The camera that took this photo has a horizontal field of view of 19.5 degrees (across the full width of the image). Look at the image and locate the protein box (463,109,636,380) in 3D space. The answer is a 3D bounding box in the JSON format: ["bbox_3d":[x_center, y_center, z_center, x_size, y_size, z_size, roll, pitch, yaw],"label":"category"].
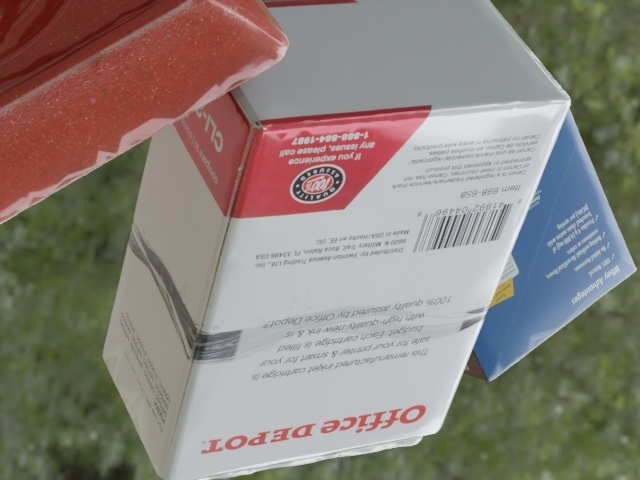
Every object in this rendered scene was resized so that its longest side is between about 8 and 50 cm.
[{"bbox_3d":[0.151,-0.012,1.741,0.136,0.200,0.201,11,-49,59],"label":"protein box"}]

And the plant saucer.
[{"bbox_3d":[-0.186,-0.129,0.981,0.258,0.259,0.048,57,-5,34],"label":"plant saucer"}]

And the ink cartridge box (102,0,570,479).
[{"bbox_3d":[0.000,0.000,1.085,0.114,0.197,0.273,58,-37,40],"label":"ink cartridge box"}]
